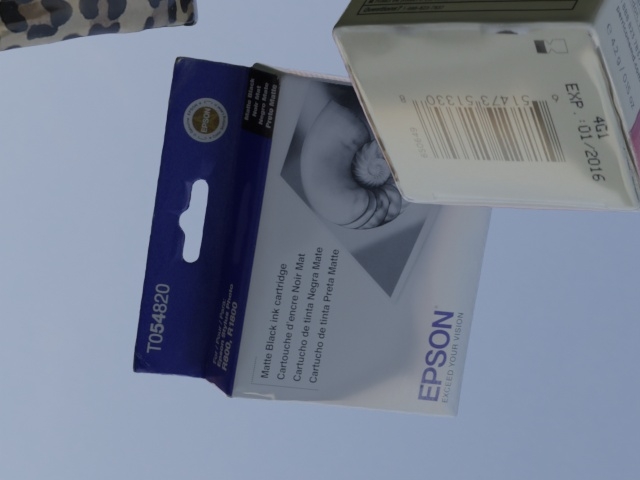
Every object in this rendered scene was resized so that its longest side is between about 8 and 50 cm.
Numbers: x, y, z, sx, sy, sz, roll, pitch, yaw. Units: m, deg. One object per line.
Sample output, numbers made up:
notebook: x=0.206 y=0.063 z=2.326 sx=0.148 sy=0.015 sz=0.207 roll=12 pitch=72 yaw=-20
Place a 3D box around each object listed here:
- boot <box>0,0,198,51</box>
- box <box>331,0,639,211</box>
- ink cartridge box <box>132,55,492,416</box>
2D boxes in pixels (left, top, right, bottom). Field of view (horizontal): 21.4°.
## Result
boot: x=-0.215 y=-0.211 z=0.670 sx=0.138 sy=0.377 sz=0.284 roll=19 pitch=-65 yaw=61
box: x=0.131 y=-0.138 z=0.916 sx=0.149 sy=0.127 sz=0.232 roll=3 pitch=-134 yaw=32
ink cartridge box: x=0.000 y=0.000 z=1.125 sx=0.045 sy=0.224 sz=0.223 roll=-135 pitch=-128 yaw=-74
